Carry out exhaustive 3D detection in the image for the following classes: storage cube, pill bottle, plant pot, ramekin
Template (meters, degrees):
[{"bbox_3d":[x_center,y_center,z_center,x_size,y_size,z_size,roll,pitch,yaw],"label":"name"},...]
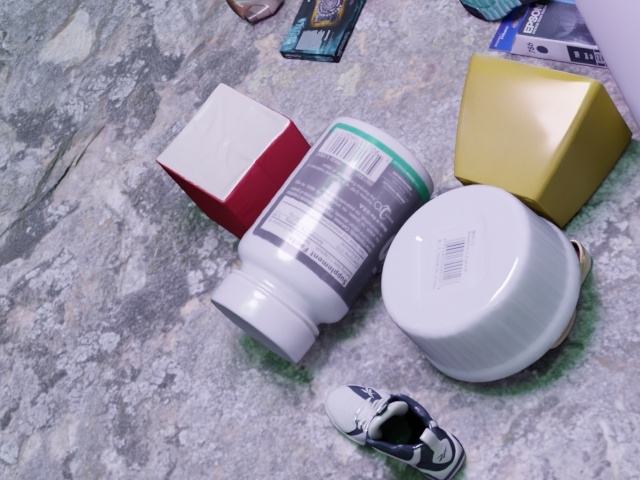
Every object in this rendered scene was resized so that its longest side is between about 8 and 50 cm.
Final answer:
[{"bbox_3d":[-0.124,-0.119,1.831,0.215,0.193,0.183,32,78,37],"label":"storage cube"},{"bbox_3d":[0.000,0.000,1.693,0.204,0.204,0.361,29,77,35],"label":"pill bottle"},{"bbox_3d":[0.322,-0.140,1.639,0.212,0.212,0.187,20,84,33],"label":"plant pot"},{"bbox_3d":[0.221,0.053,1.558,0.277,0.135,0.277,-25,46,29],"label":"ramekin"}]

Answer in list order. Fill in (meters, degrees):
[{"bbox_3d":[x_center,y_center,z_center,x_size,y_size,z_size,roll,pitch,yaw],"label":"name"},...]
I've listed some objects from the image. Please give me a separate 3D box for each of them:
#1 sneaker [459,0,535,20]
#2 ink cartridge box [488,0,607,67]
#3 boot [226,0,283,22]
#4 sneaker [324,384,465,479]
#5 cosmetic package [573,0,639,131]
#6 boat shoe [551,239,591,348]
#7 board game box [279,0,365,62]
[{"bbox_3d":[0.333,-0.444,1.856,0.098,0.083,0.224,-44,22,-19],"label":"sneaker"},{"bbox_3d":[0.451,-0.376,1.798,0.333,0.065,0.165,14,69,32],"label":"ink cartridge box"},{"bbox_3d":[-0.129,-0.481,2.151,0.087,0.042,0.118,-38,53,-8],"label":"boot"},{"bbox_3d":[0.086,0.251,1.533,0.235,0.153,0.094,32,76,35],"label":"sneaker"},{"bbox_3d":[0.586,-0.410,1.495,0.394,0.327,0.329,-23,77,-1],"label":"cosmetic package"},{"bbox_3d":[0.348,0.074,1.575,0.063,0.059,0.170,10,66,30],"label":"boat shoe"},{"bbox_3d":[0.010,-0.426,2.056,0.126,0.026,0.186,11,66,31],"label":"board game box"}]
